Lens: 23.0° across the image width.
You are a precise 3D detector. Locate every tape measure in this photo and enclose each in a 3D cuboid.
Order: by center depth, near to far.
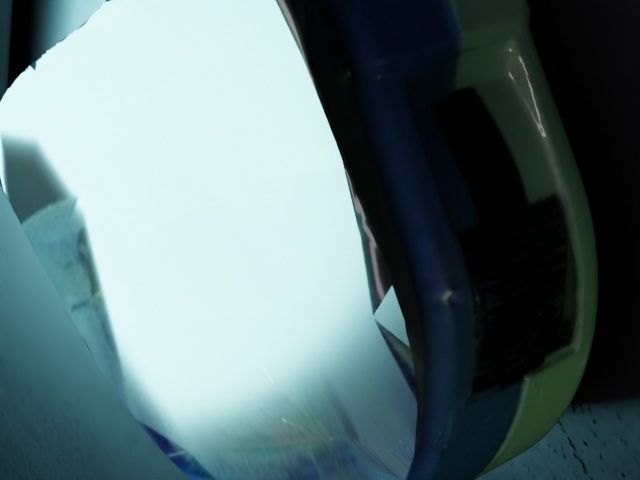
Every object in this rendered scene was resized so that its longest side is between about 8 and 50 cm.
[{"bbox_3d":[0.000,-0.002,0.709,0.259,0.138,0.262,-17,101,54],"label":"tape measure"}]

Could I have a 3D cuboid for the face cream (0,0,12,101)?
[{"bbox_3d":[-0.241,-0.172,0.907,0.144,0.071,0.291,21,134,3],"label":"face cream"}]
